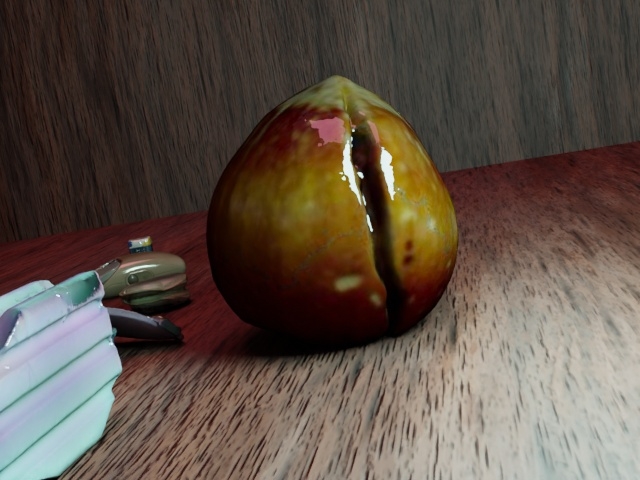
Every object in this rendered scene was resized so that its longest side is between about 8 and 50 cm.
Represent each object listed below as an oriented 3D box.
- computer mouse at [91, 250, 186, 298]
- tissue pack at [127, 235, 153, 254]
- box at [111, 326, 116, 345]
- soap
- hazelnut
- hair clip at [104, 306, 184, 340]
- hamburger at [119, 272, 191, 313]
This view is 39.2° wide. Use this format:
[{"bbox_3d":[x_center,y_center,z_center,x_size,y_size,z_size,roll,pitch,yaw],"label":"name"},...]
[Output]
[{"bbox_3d":[-0.430,0.073,2.080,0.236,0.082,0.145,-12,9,-19],"label":"computer mouse"},{"bbox_3d":[-0.467,0.035,2.357,0.062,0.083,0.042,-11,7,-7],"label":"tissue pack"},{"bbox_3d":[-0.375,0.175,1.433,0.099,0.054,0.074,-17,9,-38],"label":"box"},{"bbox_3d":[-0.334,0.165,0.993,0.109,0.193,0.324,-10,9,12],"label":"soap"},{"bbox_3d":[0.003,-0.027,1.368,0.402,0.402,0.429,-10,14,1],"label":"hazelnut"},{"bbox_3d":[-0.378,0.137,1.544,0.358,0.110,0.095,2,31,43],"label":"hair clip"},{"bbox_3d":[-0.328,0.107,1.805,0.140,0.062,0.133,-17,7,-30],"label":"hamburger"}]
